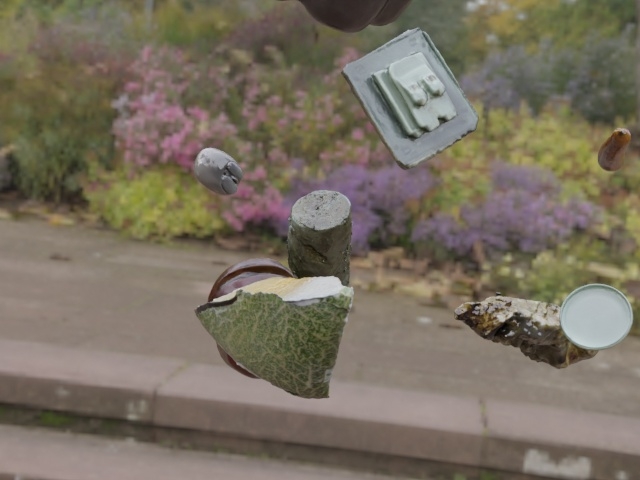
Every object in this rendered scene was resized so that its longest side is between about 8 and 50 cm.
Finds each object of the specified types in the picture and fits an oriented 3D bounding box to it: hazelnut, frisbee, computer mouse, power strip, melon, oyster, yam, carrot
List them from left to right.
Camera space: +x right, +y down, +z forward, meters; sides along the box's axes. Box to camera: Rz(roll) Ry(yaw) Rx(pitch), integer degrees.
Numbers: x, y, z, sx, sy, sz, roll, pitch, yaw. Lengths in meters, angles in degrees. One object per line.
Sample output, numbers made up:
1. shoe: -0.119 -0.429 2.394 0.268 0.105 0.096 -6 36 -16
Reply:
1. computer mouse: -0.164 -0.112 1.967 0.096 0.066 0.039 33 -17 -33
2. hazelnut: -0.093 0.130 1.927 0.178 0.178 0.204 6 29 -12
3. melon: -0.020 0.086 1.116 0.202 0.139 0.093 -7 23 49
4. yam: 0.000 0.000 1.793 0.107 0.107 0.183 6 -35 2
5. power strip: 0.164 -0.248 2.037 0.198 0.213 0.064 -34 1 -30
6. oyster: 0.371 0.164 2.108 0.345 0.129 0.078 16 37 -34
7. frisbee: 0.418 0.117 1.823 0.110 0.110 0.014 7 -25 23
8. carrot: 0.380 -0.117 1.549 0.037 0.037 0.190 7 -3 10

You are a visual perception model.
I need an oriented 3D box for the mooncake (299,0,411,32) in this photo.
1. mooncake: 0.018 -0.354 1.406 0.245 0.133 0.245 20 37 -16
